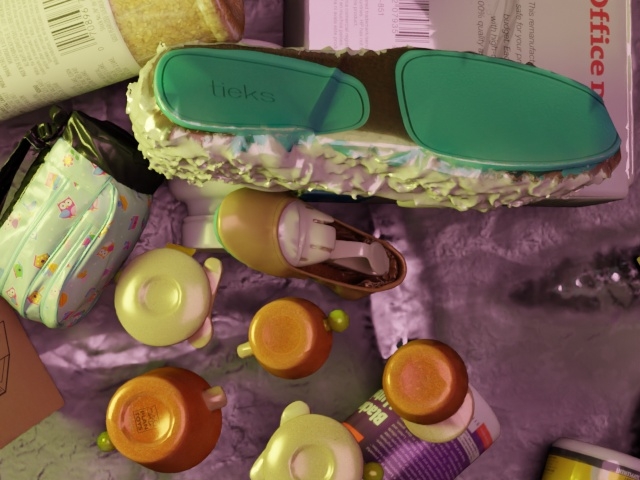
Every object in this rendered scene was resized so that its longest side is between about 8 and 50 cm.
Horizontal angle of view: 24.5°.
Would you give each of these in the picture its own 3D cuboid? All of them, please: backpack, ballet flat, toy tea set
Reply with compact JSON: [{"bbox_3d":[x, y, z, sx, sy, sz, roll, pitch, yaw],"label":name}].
[{"bbox_3d":[-0.221,-0.015,1.296,0.115,0.152,0.182,36,94,18],"label":"backpack"},{"bbox_3d":[0.000,0.000,1.313,0.232,0.073,0.080,20,72,-54],"label":"ballet flat"},{"bbox_3d":[0.040,-0.089,1.238,0.409,0.147,0.147,6,85,-9],"label":"ballet flat"},{"bbox_3d":[-0.036,0.135,1.301,0.336,0.124,0.200,16,85,10],"label":"toy tea set"}]

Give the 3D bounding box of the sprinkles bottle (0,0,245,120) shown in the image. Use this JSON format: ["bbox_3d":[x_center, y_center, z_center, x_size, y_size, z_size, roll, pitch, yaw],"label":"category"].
[{"bbox_3d":[-0.246,-0.170,1.254,0.355,0.121,0.121,-17,90,10],"label":"sprinkles bottle"}]

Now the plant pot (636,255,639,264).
[{"bbox_3d":[0.381,0.020,1.454,0.083,0.081,0.081,-38,94,-24],"label":"plant pot"}]

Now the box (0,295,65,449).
[{"bbox_3d":[-0.314,0.085,1.271,0.021,0.164,0.201,-28,93,26],"label":"box"}]

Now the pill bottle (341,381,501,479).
[{"bbox_3d":[0.062,0.202,1.358,0.193,0.108,0.108,-40,94,-12],"label":"pill bottle"}]

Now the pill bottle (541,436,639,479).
[{"bbox_3d":[0.245,0.286,1.392,0.103,0.103,0.184,19,82,-10],"label":"pill bottle"}]

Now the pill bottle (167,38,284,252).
[{"bbox_3d":[-0.084,-0.083,1.346,0.112,0.112,0.186,1,86,-12],"label":"pill bottle"}]

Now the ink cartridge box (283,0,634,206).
[{"bbox_3d":[0.124,-0.146,1.384,0.308,0.129,0.223,1,86,-11],"label":"ink cartridge box"}]
